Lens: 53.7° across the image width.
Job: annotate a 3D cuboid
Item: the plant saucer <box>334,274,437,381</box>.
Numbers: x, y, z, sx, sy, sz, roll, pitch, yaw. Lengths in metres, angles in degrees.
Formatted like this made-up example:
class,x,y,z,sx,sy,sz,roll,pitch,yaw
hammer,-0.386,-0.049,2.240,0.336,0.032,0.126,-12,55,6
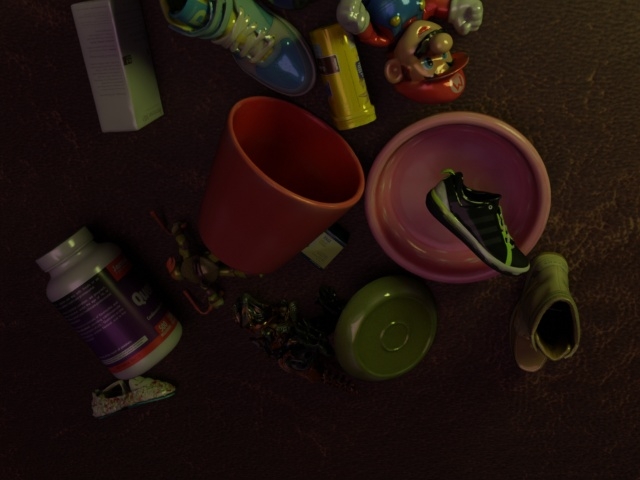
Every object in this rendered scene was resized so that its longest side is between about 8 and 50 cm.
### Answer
class,x,y,z,sx,sy,sz,roll,pitch,yaw
plant saucer,0.144,0.188,1.282,0.240,0.037,0.241,-8,111,-21

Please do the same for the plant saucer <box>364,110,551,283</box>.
class,x,y,z,sx,sy,sz,roll,pitch,yaw
plant saucer,0.250,-0.081,1.176,0.332,0.084,0.332,5,115,10

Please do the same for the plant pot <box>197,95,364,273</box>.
class,x,y,z,sx,sy,sz,roll,pitch,yaw
plant pot,-0.093,-0.085,1.165,0.275,0.275,0.243,33,128,-5

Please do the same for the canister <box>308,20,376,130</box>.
class,x,y,z,sx,sy,sz,roll,pitch,yaw
canister,0.036,-0.289,1.100,0.073,0.126,0.170,-17,109,-1

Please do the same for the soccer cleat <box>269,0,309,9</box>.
class,x,y,z,sx,sy,sz,roll,pitch,yaw
soccer cleat,-0.046,-0.527,1.023,0.121,0.093,0.289,19,116,16

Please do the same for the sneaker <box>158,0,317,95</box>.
class,x,y,z,sx,sy,sz,roll,pitch,yaw
sneaker,-0.147,-0.349,1.063,0.319,0.208,0.127,42,116,-10

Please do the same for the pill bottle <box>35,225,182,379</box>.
class,x,y,z,sx,sy,sz,roll,pitch,yaw
pill bottle,-0.461,0.133,1.378,0.181,0.181,0.323,-28,107,23

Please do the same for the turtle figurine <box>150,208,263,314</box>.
class,x,y,z,sx,sy,sz,roll,pitch,yaw
turtle figurine,-0.243,0.041,1.339,0.217,0.087,0.270,-14,111,18

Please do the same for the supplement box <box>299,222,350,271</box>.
class,x,y,z,sx,sy,sz,roll,pitch,yaw
supplement box,0.000,0.000,1.284,0.083,0.056,0.083,39,117,-8

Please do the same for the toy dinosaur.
class,x,y,z,sx,sy,sz,roll,pitch,yaw
toy dinosaur,-0.039,0.215,1.373,0.321,0.164,0.218,26,134,-21

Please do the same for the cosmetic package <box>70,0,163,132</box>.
class,x,y,z,sx,sy,sz,roll,pitch,yaw
cosmetic package,-0.371,-0.328,1.174,0.085,0.117,0.231,-2,116,14

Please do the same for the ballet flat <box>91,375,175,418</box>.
class,x,y,z,sx,sy,sz,roll,pitch,yaw
ballet flat,-0.471,0.377,1.557,0.240,0.091,0.077,-20,87,16

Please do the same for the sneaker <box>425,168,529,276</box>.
class,x,y,z,sx,sy,sz,roll,pitch,yaw
sneaker,0.289,-0.032,1.097,0.234,0.084,0.097,38,116,-7

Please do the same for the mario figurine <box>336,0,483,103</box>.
class,x,y,z,sx,sy,sz,roll,pitch,yaw
mario figurine,0.146,-0.369,1.015,0.198,0.170,0.321,-29,105,21

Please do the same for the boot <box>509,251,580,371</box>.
class,x,y,z,sx,sy,sz,roll,pitch,yaw
boot,0.421,0.177,1.194,0.095,0.203,0.262,11,116,8
